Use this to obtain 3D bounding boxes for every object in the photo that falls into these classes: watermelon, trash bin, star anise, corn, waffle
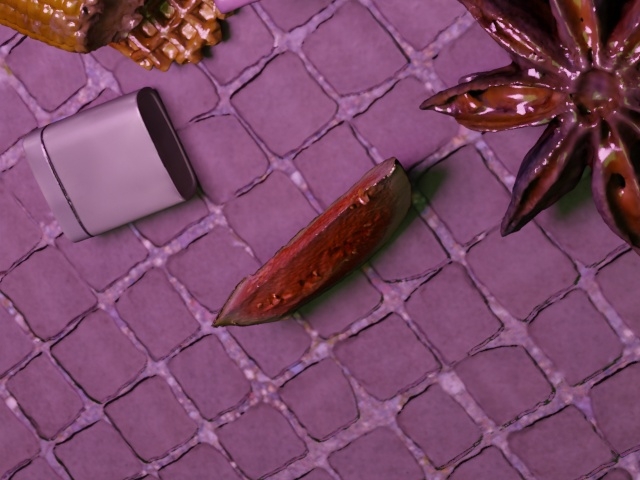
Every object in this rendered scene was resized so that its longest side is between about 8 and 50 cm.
[{"bbox_3d":[0.003,0.005,1.541,0.245,0.119,0.063,-39,84,26],"label":"watermelon"},{"bbox_3d":[-0.199,-0.071,1.608,0.130,0.059,0.116,-19,105,22],"label":"trash bin"},{"bbox_3d":[0.243,-0.134,1.417,0.331,0.117,0.332,10,115,23],"label":"star anise"},{"bbox_3d":[-0.308,-0.277,1.502,0.344,0.131,0.131,34,117,17],"label":"corn"},{"bbox_3d":[-0.160,-0.244,1.542,0.191,0.038,0.191,6,111,16],"label":"waffle"}]

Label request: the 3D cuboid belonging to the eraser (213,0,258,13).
[{"bbox_3d":[0.034,-0.373,1.390,0.359,0.122,0.272,-19,105,24],"label":"eraser"}]
